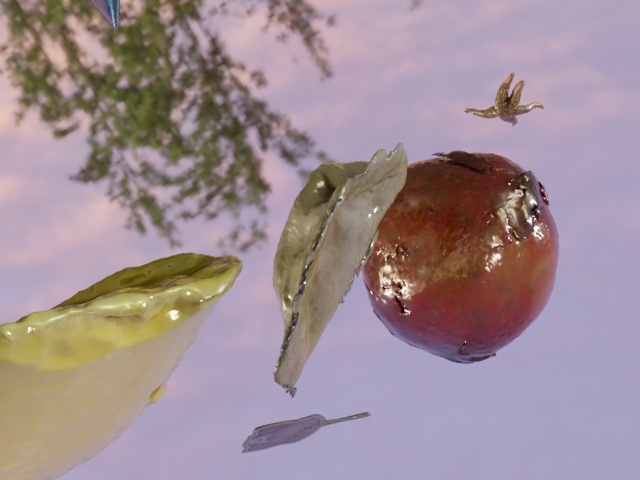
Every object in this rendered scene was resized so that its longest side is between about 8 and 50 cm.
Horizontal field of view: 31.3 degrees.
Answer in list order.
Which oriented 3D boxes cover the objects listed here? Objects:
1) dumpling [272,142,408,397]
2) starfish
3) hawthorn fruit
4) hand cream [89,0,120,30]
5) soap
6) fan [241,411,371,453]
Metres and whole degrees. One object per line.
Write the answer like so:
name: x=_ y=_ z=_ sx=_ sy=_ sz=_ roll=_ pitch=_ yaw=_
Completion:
dumpling: x=-0.002 y=0.001 z=1.295 sx=0.086 sy=0.166 sz=0.332 roll=17 pitch=-111 yaw=25
starfish: x=0.307 y=-0.222 z=1.946 sx=0.130 sy=0.133 sz=0.041 roll=-13 pitch=-128 yaw=24
hawthorn fruit: x=0.198 y=0.025 z=1.632 sx=0.316 sy=0.316 sz=0.316 roll=-23 pitch=-152 yaw=13
hand cream: x=-0.272 y=-0.356 z=1.361 sx=0.061 sy=0.120 sz=0.270 roll=-40 pitch=174 yaw=-20
soap: x=-0.258 y=0.137 z=1.042 sx=0.306 sy=0.115 sz=0.427 roll=-20 pitch=159 yaw=-43
fan: x=-0.020 y=0.298 z=1.818 sx=0.220 sy=0.132 sz=0.009 roll=-10 pitch=-115 yaw=-21
